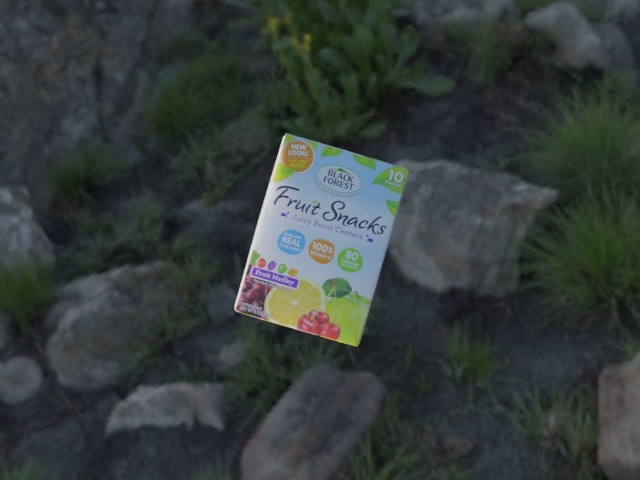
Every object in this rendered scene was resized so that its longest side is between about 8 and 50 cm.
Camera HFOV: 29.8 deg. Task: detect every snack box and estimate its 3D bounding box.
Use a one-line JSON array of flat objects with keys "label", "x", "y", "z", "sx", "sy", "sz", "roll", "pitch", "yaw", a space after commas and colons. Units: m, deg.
[{"label": "snack box", "x": 0.000, "y": 0.000, "z": 0.923, "sx": 0.100, "sy": 0.037, "sz": 0.141, "roll": 17, "pitch": 89, "yaw": -3}]
